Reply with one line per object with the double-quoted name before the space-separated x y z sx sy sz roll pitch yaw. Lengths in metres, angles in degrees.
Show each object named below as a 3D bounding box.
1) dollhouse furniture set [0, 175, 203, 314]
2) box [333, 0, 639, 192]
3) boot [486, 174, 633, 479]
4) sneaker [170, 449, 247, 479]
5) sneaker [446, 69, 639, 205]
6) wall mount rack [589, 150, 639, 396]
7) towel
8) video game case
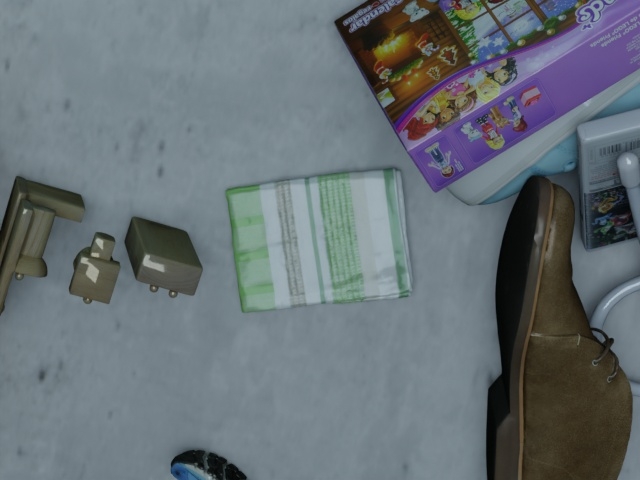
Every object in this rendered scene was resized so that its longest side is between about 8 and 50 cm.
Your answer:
"dollhouse furniture set" -0.197 0.040 1.595 0.151 0.144 0.123 16 103 -15
"box" 0.172 -0.185 1.517 0.293 0.201 0.057 -32 130 5
"boot" 0.201 0.084 1.574 0.115 0.112 0.305 1 119 1
"sneaker" -0.077 0.252 1.646 0.073 0.063 0.162 -41 94 9
"sneaker" 0.277 -0.111 1.557 0.366 0.135 0.150 -34 102 11
"wall mount rack" 0.379 0.012 1.552 0.350 0.130 0.304 -22 108 4
"towel" 0.000 0.000 1.635 0.152 0.023 0.113 -6 95 4
"video game case" 0.302 -0.064 1.540 0.190 0.173 0.022 -15 58 0
